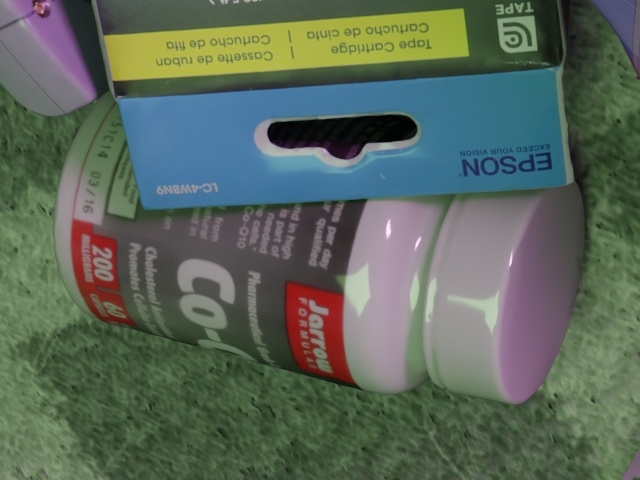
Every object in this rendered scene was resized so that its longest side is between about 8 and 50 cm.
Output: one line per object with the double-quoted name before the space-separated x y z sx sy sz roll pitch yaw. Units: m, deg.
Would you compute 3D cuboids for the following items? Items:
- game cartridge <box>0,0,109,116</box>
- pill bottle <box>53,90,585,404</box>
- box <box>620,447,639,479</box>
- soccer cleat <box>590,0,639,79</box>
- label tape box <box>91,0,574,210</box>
"game cartridge" -0.177 -0.227 1.064 0.062 0.198 0.297 -16 108 40
"pill bottle" 0.000 0.000 1.116 0.283 0.161 0.161 13 123 24
"box" 0.227 0.241 1.163 0.114 0.103 0.203 15 123 23
"soccer cleat" 0.187 -0.116 0.929 0.248 0.083 0.095 40 178 -32
"label tape box" 0.001 -0.198 0.993 0.249 0.115 0.347 -3 116 14
